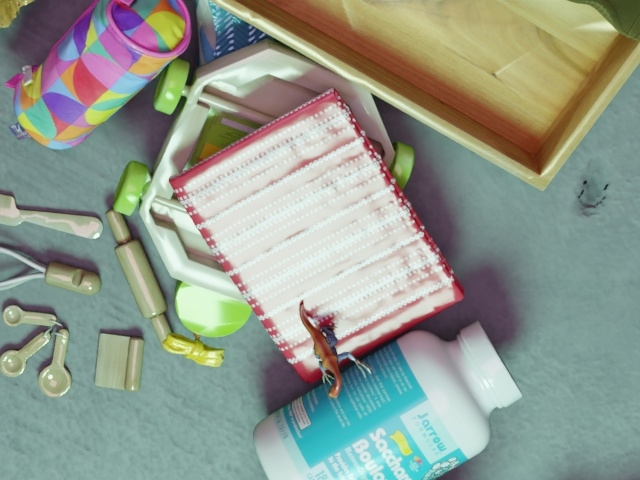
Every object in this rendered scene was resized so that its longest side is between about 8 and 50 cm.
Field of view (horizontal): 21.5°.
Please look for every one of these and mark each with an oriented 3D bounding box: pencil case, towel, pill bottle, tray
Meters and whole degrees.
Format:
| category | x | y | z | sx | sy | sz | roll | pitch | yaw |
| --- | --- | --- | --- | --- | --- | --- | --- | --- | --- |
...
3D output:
| category | x | y | z | sx | sy | sz | roll | pitch | yaw |
| --- | --- | --- | --- | --- | --- | --- | --- | --- | --- |
| pencil case | -0.225 | -0.175 | 1.684 | 0.236 | 0.104 | 0.104 | -32 | 95 | 46 |
| towel | 0.000 | 0.000 | 1.704 | 0.199 | 0.031 | 0.275 | -29 | 111 | 10 |
| pill bottle | 0.073 | 0.189 | 1.741 | 0.264 | 0.146 | 0.146 | -32 | 93 | 4 |
| tray | 0.106 | -0.235 | 1.654 | 0.411 | 0.076 | 0.203 | 28 | 112 | -16 |

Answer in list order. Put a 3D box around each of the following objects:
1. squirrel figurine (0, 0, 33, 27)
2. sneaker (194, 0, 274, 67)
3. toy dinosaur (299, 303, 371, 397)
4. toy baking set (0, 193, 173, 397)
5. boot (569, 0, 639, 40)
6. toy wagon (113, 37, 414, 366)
| category | x | y | z | sx | sy | sz | roll | pitch | yaw |
| --- | --- | --- | --- | --- | --- | --- | --- | --- | --- |
| squirrel figurine | -0.308 | -0.382 | 1.677 | 0.370 | 0.281 | 0.397 | 33 | 110 | -12 |
| sneaker | -0.088 | -0.211 | 1.743 | 0.087 | 0.092 | 0.228 | -2 | 116 | -8 |
| toy dinosaur | 0.003 | 0.120 | 1.694 | 0.090 | 0.082 | 0.047 | 36 | 108 | -15 |
| toy baking set | -0.272 | 0.053 | 1.797 | 0.197 | 0.030 | 0.256 | -18 | 94 | 3 |
| boot | 0.268 | -0.281 | 1.602 | 0.213 | 0.165 | 0.077 | 19 | 129 | -23 |
| toy wagon | -0.075 | -0.032 | 1.736 | 0.267 | 0.068 | 0.344 | 20 | 110 | -13 |
